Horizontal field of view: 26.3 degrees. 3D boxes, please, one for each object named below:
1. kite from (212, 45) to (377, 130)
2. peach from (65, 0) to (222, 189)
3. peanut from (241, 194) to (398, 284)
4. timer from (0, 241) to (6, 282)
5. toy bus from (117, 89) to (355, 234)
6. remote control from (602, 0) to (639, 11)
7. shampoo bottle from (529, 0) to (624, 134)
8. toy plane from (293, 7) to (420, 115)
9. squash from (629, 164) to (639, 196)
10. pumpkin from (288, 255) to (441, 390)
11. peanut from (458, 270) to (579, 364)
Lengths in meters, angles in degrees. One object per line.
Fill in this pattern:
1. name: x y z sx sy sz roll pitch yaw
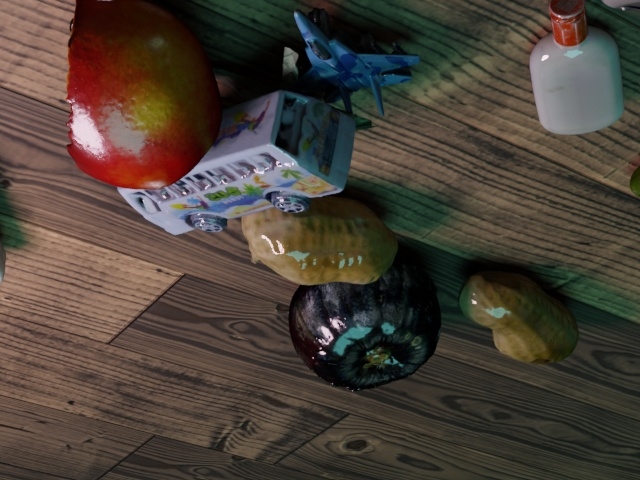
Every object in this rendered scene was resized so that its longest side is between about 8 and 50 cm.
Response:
1. kite: -0.040 -0.174 1.631 0.229 0.012 0.250 20 161 7
2. peach: -0.224 -0.170 1.547 0.196 0.190 0.226 -8 133 48
3. peanut: 0.000 0.000 1.869 0.224 0.129 0.129 9 144 -12
4. timer: -0.534 -0.026 1.841 0.178 0.078 0.253 -1 145 2
5. toy bus: -0.112 -0.091 1.676 0.136 0.109 0.330 25 154 -38
6. remote control: 0.388 -0.261 1.424 0.109 0.055 0.313 2 -177 -7
7. shampoo bottle: 0.305 -0.210 1.643 0.108 0.051 0.221 -8 146 11
8. toy plane: 0.016 -0.217 1.580 0.169 0.078 0.246 -14 152 19
9. squash: 0.517 -0.116 1.786 0.258 0.069 0.069 -26 140 30
10. pumpkin: 0.067 0.119 2.018 0.233 0.163 0.233 -10 143 -8
11. peanut: 0.298 0.117 2.079 0.236 0.110 0.120 28 149 -34
